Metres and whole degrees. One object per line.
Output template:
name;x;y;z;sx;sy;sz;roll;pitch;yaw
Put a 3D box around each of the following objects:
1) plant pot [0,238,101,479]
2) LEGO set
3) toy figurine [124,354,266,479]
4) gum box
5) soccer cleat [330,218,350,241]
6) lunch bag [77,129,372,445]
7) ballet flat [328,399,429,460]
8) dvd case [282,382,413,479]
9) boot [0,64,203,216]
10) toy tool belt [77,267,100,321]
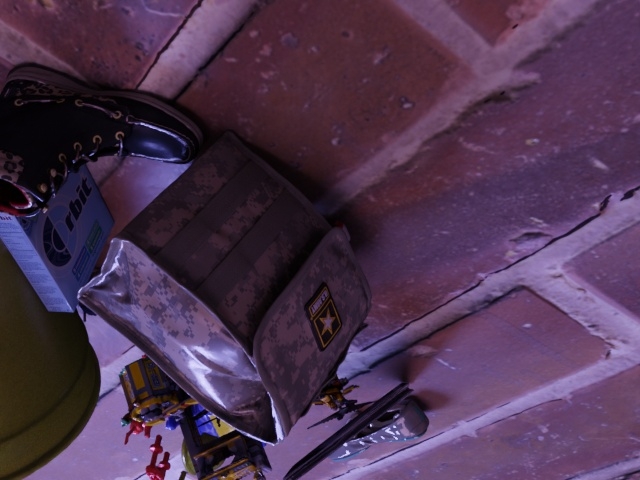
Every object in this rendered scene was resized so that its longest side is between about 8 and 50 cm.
plant pot;-0.489;0.079;1.078;0.367;0.366;0.352;9;127;4
LEGO set;-0.089;0.229;1.122;0.331;0.192;0.255;-22;155;-7
toy figurine;-0.154;0.327;1.368;0.217;0.191;0.362;-3;138;10
gum box;-0.328;-0.029;1.021;0.041;0.157;0.184;1;138;13
soccer cleat;0.000;0.000;1.071;0.083;0.029;0.035;-22;124;28
lunch bag;-0.082;0.057;0.941;0.287;0.235;0.169;42;135;-4
ballet flat;0.085;0.313;1.388;0.213;0.072;0.068;-26;99;35
dvd case;0.042;0.283;1.228;0.018;0.221;0.164;53;177;9
boot;-0.264;-0.091;0.916;0.237;0.178;0.085;17;139;-4
toy tool belt;-0.338;0.084;1.231;0.052;0.051;0.083;21;138;-10
